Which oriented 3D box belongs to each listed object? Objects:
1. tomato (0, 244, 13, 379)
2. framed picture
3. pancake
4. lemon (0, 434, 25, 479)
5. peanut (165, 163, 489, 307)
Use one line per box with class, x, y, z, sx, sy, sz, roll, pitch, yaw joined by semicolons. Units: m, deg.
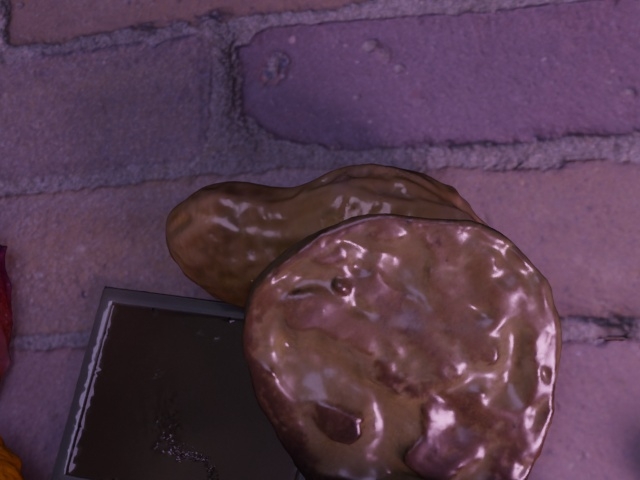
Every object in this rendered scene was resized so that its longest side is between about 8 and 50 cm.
tomato;-0.483;0.098;1.014;0.335;0.176;0.290;-34;68;0
framed picture;-0.122;0.163;0.975;0.273;0.016;0.216;7;71;17
pancake;0.076;0.112;0.854;0.294;0.049;0.294;1;102;4
lemon;-0.347;0.262;0.931;0.142;0.142;0.187;-8;62;12
peanut;0.000;0.000;0.935;0.313;0.149;0.149;-2;69;19
